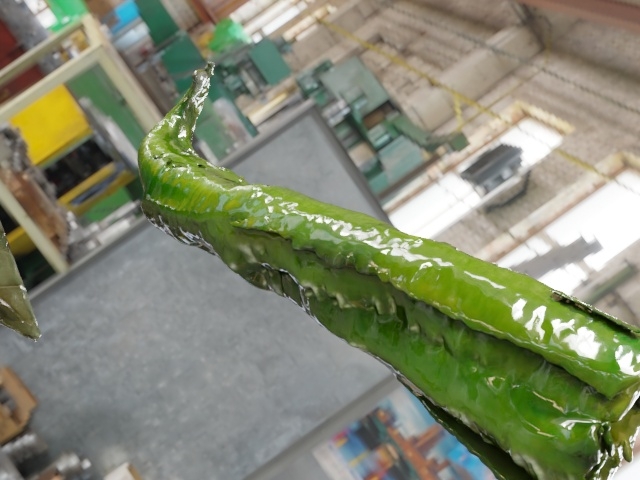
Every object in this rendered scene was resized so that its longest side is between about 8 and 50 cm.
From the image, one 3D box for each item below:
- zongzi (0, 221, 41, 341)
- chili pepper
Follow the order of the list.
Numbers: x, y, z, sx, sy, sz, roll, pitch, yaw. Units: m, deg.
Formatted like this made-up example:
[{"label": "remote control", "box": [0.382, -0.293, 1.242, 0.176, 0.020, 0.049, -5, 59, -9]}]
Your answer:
[{"label": "zongzi", "box": [-0.184, 0.003, 0.446, 0.055, 0.109, 0.119, -26, 95, -65]}, {"label": "chili pepper", "box": [0.000, 0.000, 0.488, 0.076, 0.085, 0.359, 4, 22, -42]}]
